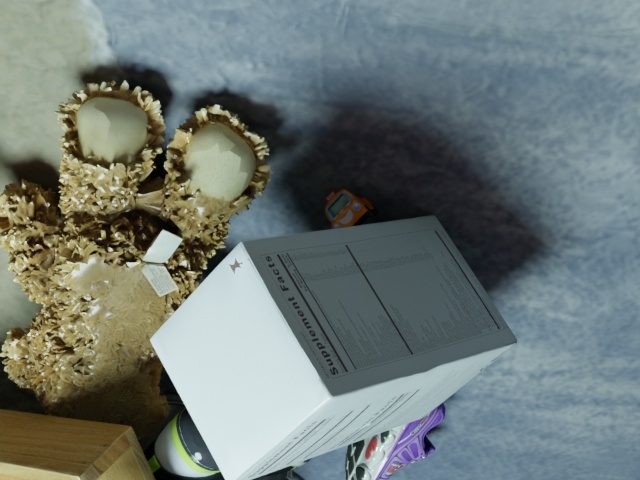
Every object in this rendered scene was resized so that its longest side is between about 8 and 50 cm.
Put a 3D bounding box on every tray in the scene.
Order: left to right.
[{"bbox_3d":[-0.302,0.252,1.097,0.410,0.076,0.203,1,121,38],"label":"tray"}]

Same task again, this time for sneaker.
[{"bbox_3d":[-0.092,0.191,1.107,0.097,0.084,0.234,-35,157,18],"label":"sneaker"},{"bbox_3d":[0.075,0.217,1.193,0.071,0.068,0.170,14,132,-18],"label":"sneaker"}]

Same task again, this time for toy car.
[{"bbox_3d":[0.000,0.000,1.002,0.040,0.060,0.122,45,119,5],"label":"toy car"}]

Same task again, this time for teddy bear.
[{"bbox_3d":[-0.160,0.014,1.001,0.245,0.113,0.338,-3,127,-7],"label":"teddy bear"}]

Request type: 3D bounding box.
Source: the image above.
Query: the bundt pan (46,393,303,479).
[{"bbox_3d":[-0.183,0.310,1.253,0.330,0.124,0.331,1,134,1],"label":"bundt pan"}]

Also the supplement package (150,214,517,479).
[{"bbox_3d":[0.015,0.079,0.935,0.244,0.139,0.134,-8,150,-49],"label":"supplement package"}]
